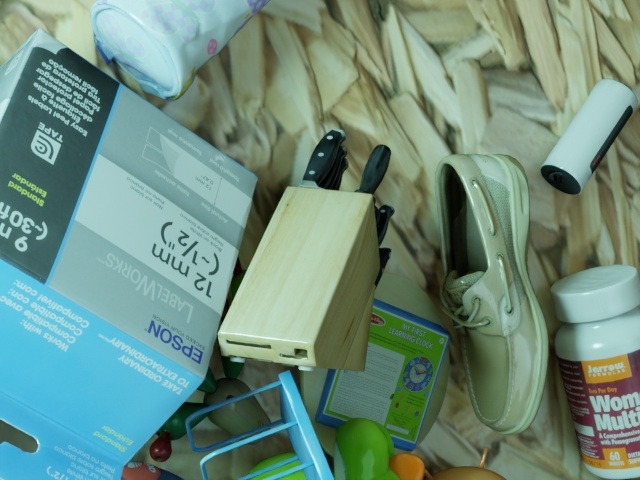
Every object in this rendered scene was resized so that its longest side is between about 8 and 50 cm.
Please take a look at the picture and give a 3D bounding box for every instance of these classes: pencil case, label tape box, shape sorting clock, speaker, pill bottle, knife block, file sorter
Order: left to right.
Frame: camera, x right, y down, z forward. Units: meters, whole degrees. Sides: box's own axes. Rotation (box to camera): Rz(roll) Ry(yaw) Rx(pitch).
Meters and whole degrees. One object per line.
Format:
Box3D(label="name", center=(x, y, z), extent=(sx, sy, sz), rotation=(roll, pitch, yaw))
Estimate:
Box3D(label="label tape box", center=(-0.206, 0.028, 1.140), extent=(0.249, 0.115, 0.348), rotation=(35, 44, -25))
Box3D(label="pencil case", center=(-0.089, -0.256, 1.290), extent=(0.273, 0.113, 0.124), rotation=(-49, 124, -21))
Box3D(label="file sorter", center=(-0.043, 0.227, 1.212), extent=(0.104, 0.118, 0.170), rotation=(-20, 66, -9))
Box3D(label="knife block", center=(0.000, 0.000, 1.275), extent=(0.275, 0.088, 0.242), rotation=(22, 73, -74))
Box3D(label="shape sorting clock", center=(0.058, 0.136, 1.429), extent=(0.206, 0.040, 0.206), rotation=(-6, 100, -38))
Box3D(label="speaker", center=(0.308, -0.119, 1.568), extent=(0.055, 0.055, 0.136), rotation=(45, 69, -24))
Box3D(label="pill bottle", center=(0.335, 0.148, 1.550), extent=(0.121, 0.121, 0.221), rotation=(-22, 102, -29))

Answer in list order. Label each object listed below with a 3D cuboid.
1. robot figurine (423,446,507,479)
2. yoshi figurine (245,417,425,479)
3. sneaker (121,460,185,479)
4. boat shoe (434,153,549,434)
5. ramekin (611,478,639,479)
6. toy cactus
Box3D(label="robot figurine", center=(0.161, 0.335, 1.448), extent=(0.158, 0.128, 0.220), rotation=(-8, 97, 12))
Box3D(label="yoshi figurine", center=(0.001, 0.355, 1.320), extent=(0.203, 0.203, 0.362), rotation=(6, 76, -24))
Box3D(label="sneaker", center=(-0.230, 0.354, 1.221), extent=(0.148, 0.131, 0.350), rotation=(36, 67, -20))
Box3D(label="boat shoe", center=(0.170, 0.057, 1.454), extent=(0.098, 0.109, 0.302), rotation=(0, 86, -37))
Box3D(label="ramekin", center=(0.366, 0.399, 1.573), extent=(0.272, 0.127, 0.273), rotation=(-1, 92, -32))
Box3D(label="toy cactus", center=(-0.104, 0.131, 1.308), extent=(0.180, 0.112, 0.219), rotation=(48, 59, -33))
